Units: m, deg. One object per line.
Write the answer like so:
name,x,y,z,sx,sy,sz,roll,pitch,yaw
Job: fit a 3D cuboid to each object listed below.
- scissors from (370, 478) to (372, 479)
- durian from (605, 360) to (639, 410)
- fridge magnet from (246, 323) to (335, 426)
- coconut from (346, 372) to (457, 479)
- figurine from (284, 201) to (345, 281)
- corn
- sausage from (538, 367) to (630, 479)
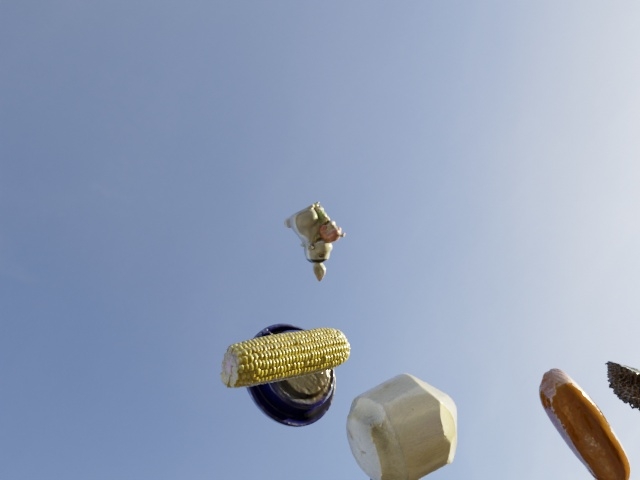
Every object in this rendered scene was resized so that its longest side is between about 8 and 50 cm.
scissors,0.162,0.608,1.684,0.109,0.022,0.299,-22,-79,-52
durian,0.719,0.338,1.257,0.149,0.188,0.091,24,-94,-20
fridge magnet,-0.069,0.330,1.417,0.266,0.265,0.113,9,-32,-33
coconut,0.202,0.435,1.332,0.266,0.237,0.237,-13,-61,-25
figurine,-0.001,0.000,1.148,0.098,0.081,0.146,-30,-91,28
corn,-0.056,0.198,0.977,0.249,0.081,0.081,-1,-66,-39
sausage,0.492,0.350,1.061,0.098,0.098,0.238,-32,-94,-13
